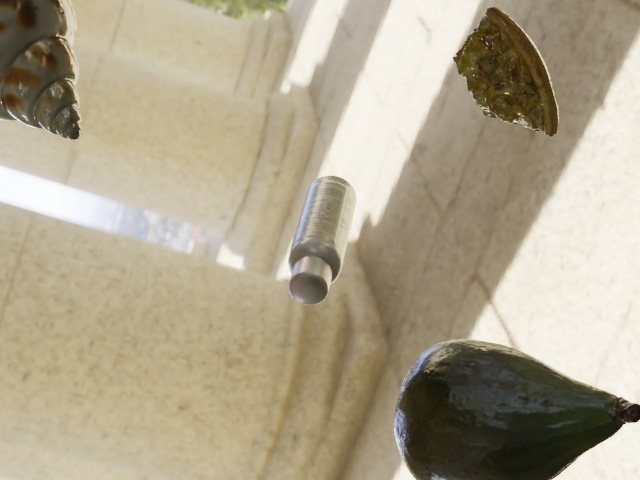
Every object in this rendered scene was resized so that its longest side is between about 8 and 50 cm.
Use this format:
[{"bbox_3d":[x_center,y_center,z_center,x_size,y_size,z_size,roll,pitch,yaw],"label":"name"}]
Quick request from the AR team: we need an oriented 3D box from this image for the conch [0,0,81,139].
[{"bbox_3d":[-0.360,-0.233,1.316,0.182,0.275,0.148,-30,6,-17],"label":"conch"}]

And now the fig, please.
[{"bbox_3d":[0.142,0.130,0.793,0.117,0.177,0.117,8,-99,-63],"label":"fig"}]

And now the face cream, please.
[{"bbox_3d":[0.000,0.000,1.656,0.269,0.081,0.082,-75,8,-56],"label":"face cream"}]

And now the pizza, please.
[{"bbox_3d":[0.204,-0.179,1.245,0.099,0.160,0.036,-19,14,35],"label":"pizza"}]
